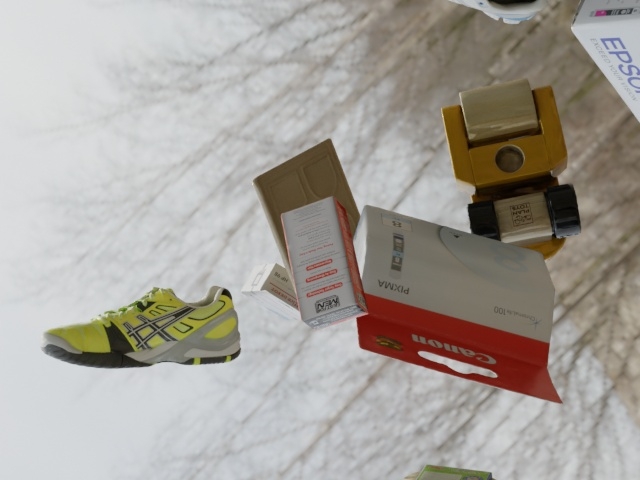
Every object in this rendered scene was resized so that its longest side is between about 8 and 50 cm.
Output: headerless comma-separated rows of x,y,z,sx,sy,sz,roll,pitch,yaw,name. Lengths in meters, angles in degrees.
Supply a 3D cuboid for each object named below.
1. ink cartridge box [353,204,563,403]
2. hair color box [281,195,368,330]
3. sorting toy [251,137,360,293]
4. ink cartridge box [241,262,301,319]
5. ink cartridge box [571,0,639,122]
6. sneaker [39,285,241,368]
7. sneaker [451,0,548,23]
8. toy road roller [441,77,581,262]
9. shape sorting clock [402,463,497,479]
0.204,0.085,1.938,0.308,0.091,0.385,16,-160,-6,ink cartridge box
0.004,0.027,1.508,0.043,0.072,0.141,44,-149,-60,hair color box
0.000,0.000,2.238,0.229,0.041,0.307,-33,-73,-45,sorting toy
-0.065,0.092,2.299,0.104,0.060,0.180,33,168,-14,ink cartridge box
0.445,-0.124,1.180,0.330,0.071,0.324,6,152,46,ink cartridge box
-0.337,0.160,2.417,0.384,0.147,0.145,-2,-176,-28,sneaker
0.127,-0.252,1.200,0.190,0.071,0.083,13,-170,-8,sneaker
0.352,-0.111,2.383,0.240,0.202,0.330,52,-153,-76,toy road roller
0.268,0.504,2.633,0.206,0.040,0.206,0,-168,0,shape sorting clock
